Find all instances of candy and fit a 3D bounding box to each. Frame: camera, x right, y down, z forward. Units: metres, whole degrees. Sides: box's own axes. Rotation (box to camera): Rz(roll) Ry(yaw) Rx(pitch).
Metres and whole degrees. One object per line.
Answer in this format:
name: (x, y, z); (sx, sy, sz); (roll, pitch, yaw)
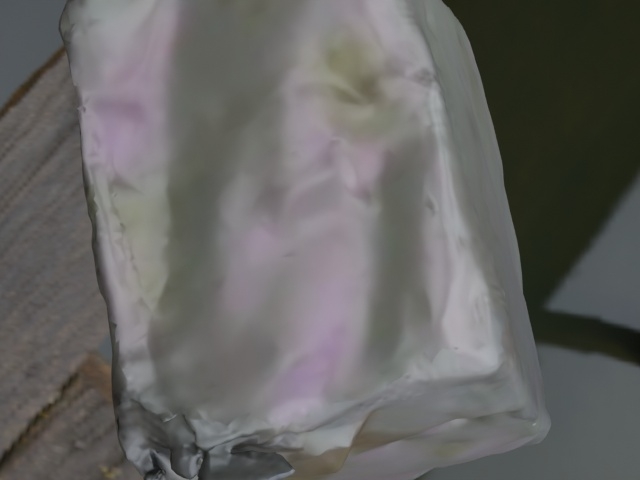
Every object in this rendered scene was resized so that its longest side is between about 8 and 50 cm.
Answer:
candy: (0.000, 0.000, 0.550); (0.185, 0.137, 0.195); (44, 32, -68)
